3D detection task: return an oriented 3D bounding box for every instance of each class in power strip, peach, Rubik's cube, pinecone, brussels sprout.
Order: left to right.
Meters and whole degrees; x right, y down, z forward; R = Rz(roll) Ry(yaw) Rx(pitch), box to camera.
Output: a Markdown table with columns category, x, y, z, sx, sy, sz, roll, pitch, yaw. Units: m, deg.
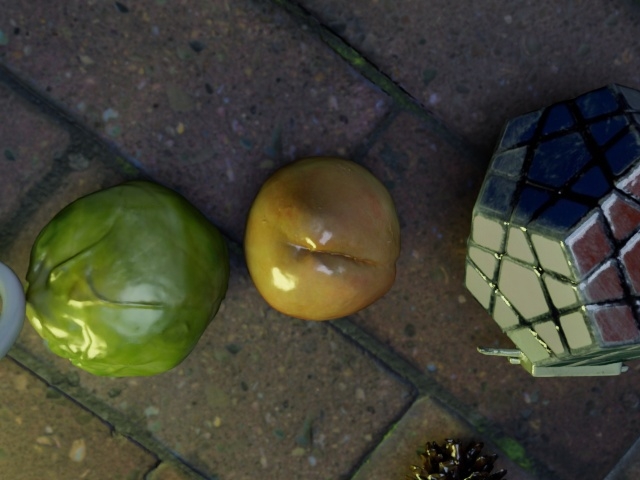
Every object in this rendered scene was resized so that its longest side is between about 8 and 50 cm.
| category | x | y | z | sx | sy | sz | roll | pitch | yaw |
| --- | --- | --- | --- | --- | --- | --- | --- | --- | --- |
| brussels sprout | -0.204 | 0.040 | 1.221 | 0.223 | 0.161 | 0.223 | -3 | 102 | -14 |
| peach | 0.000 | 0.000 | 1.232 | 0.184 | 0.184 | 0.184 | -1 | 102 | -7 |
| pinecone | 0.158 | 0.293 | 1.345 | 0.140 | 0.140 | 0.120 | 6 | 69 | -8 |
| power strip | 0.268 | 0.128 | 1.343 | 0.175 | 0.075 | 0.042 | -1 | 104 | -8 |
| Rubik's cube | 0.304 | -0.008 | 1.220 | 0.319 | 0.319 | 0.264 | -42 | 130 | 3 |

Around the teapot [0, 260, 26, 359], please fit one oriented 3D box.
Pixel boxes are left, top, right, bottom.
| category | x | y | z | sx | sy | sz | roll | pitch | yaw |
| --- | --- | --- | --- | --- | --- | --- | --- | --- | --- |
| teapot | -0.506 | 0.037 | 1.160 | 0.424 | 0.252 | 0.280 | 13 | 63 | 2 |
